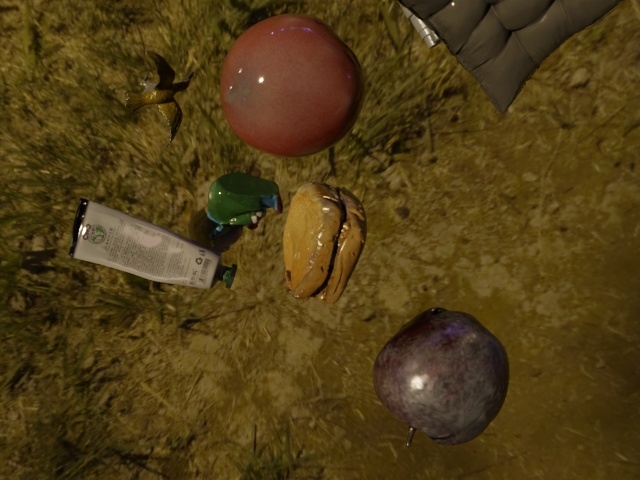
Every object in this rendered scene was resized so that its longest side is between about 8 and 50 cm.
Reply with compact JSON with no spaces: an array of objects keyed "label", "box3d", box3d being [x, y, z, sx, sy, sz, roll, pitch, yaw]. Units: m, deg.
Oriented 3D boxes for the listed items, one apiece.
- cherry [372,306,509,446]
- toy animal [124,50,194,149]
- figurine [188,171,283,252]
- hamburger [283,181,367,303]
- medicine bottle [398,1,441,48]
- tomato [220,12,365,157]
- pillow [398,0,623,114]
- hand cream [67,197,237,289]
[{"label":"cherry","box3d":[0.178,0.192,0.925,0.195,0.195,0.195,0,85,-6]},{"label":"toy animal","box3d":[-0.335,-0.324,1.366,0.095,0.219,0.155,13,49,14]},{"label":"figurine","box3d":[-0.197,-0.047,1.479,0.185,0.234,0.127,-3,46,-32]},{"label":"hamburger","box3d":[0.001,-0.002,1.127,0.108,0.213,0.214,15,84,-16]},{"label":"medicine bottle","box3d":[0.239,-0.590,1.628,0.061,0.092,0.221,-29,91,0]},{"label":"tomato","box3d":[-0.072,-0.341,1.443,0.321,0.321,0.322,0,85,-6]},{"label":"pillow","box3d":[0.257,-0.322,0.735,0.228,0.101,0.326,37,125,-26]},{"label":"hand cream","box3d":[-0.334,0.023,1.308,0.335,0.076,0.121,18,94,-8]}]
